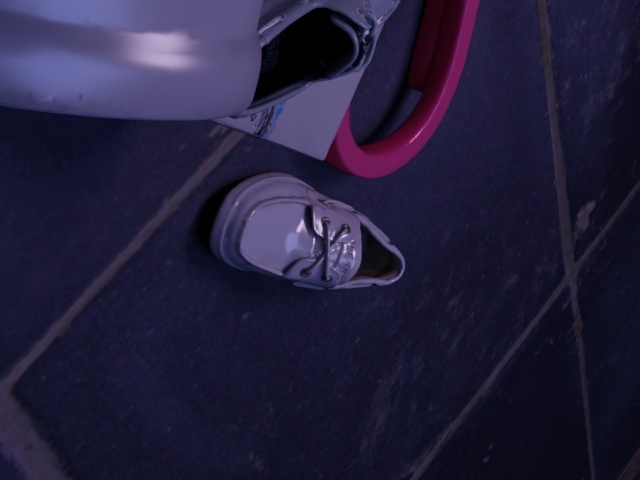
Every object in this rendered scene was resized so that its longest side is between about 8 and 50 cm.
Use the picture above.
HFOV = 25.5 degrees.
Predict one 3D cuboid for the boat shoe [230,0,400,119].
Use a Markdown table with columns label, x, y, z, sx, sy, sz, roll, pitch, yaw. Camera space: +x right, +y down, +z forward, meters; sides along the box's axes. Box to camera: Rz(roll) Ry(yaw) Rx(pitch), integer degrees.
| label | x | y | z | sx | sy | sz | roll | pitch | yaw |
| --- | --- | --- | --- | --- | --- | --- | --- | --- | --- |
| boat shoe | -0.007 | -0.131 | 0.924 | 0.227 | 0.081 | 0.079 | -32 | 138 | -41 |

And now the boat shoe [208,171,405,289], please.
| label | x | y | z | sx | sy | sz | roll | pitch | yaw |
| --- | --- | --- | --- | --- | --- | --- | --- | --- | --- |
| boat shoe | 0.000 | 0.000 | 1.369 | 0.277 | 0.096 | 0.098 | 7 | 108 | -58 |

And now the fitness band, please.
| label | x | y | z | sx | sy | sz | roll | pitch | yaw |
| --- | --- | --- | --- | --- | --- | --- | --- | --- | --- |
| fitness band | 0.073 | -0.199 | 1.369 | 0.209 | 0.054 | 0.291 | -21 | 129 | -49 |

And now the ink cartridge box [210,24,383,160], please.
| label | x | y | z | sx | sy | sz | roll | pitch | yaw |
| --- | --- | --- | --- | --- | --- | --- | --- | --- | --- |
| ink cartridge box | -0.083 | -0.182 | 1.021 | 0.232 | 0.171 | 0.168 | 16 | 100 | -60 |

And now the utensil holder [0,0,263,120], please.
| label | x | y | z | sx | sy | sz | roll | pitch | yaw |
| --- | --- | --- | --- | --- | --- | --- | --- | --- | --- |
| utensil holder | -0.149 | -0.284 | 0.677 | 0.327 | 0.327 | 0.385 | -7 | 116 | -55 |
